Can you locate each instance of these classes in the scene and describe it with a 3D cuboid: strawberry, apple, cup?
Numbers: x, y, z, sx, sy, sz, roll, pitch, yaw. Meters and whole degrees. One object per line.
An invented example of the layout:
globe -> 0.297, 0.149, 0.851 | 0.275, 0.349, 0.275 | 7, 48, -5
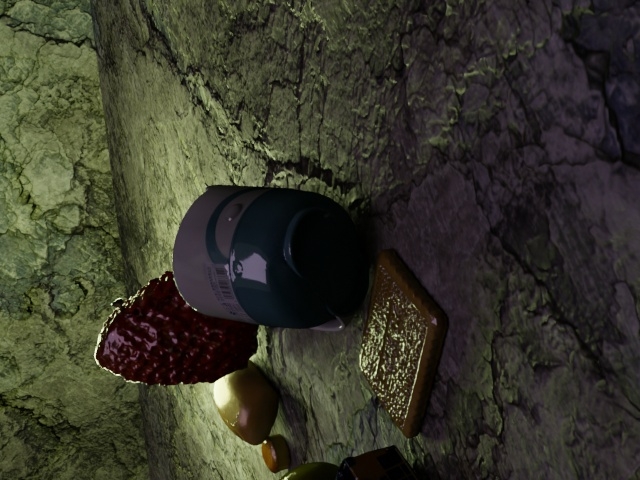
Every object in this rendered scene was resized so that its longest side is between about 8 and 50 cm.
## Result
strawberry -> -0.305, 0.174, 1.851 | 0.292, 0.343, 0.292 | 32, 127, 58
apple -> -0.011, 0.496, 1.566 | 0.196, 0.157, 0.196 | 176, 90, -72
cup -> -0.061, 0.045, 1.370 | 0.257, 0.219, 0.290 | 6, 144, 42

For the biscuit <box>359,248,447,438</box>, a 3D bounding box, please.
biscuit -> 0.111, 0.155, 1.271 | 0.172, 0.029, 0.254 | 54, 148, 43

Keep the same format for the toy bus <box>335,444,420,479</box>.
toy bus -> 0.113, 0.404, 1.279 | 0.201, 0.114, 0.098 | 53, 148, 35

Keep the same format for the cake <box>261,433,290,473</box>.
cake -> -0.099, 0.463, 1.894 | 0.084, 0.044, 0.084 | 39, 135, 54

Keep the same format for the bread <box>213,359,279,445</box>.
bread -> -0.173, 0.349, 1.913 | 0.217, 0.098, 0.147 | 30, 103, 57
